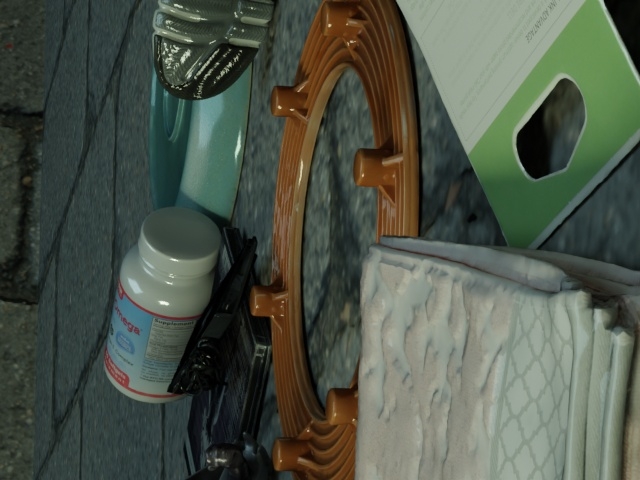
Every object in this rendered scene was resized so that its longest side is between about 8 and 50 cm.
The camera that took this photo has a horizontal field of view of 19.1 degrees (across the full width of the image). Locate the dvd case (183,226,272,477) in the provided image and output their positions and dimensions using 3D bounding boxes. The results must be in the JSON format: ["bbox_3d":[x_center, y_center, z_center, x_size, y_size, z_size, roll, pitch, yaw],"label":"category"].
[{"bbox_3d":[-0.074,0.126,1.482,0.164,0.018,0.221,-110,28,-56],"label":"dvd case"}]

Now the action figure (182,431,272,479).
[{"bbox_3d":[-0.092,0.215,1.288,0.185,0.099,0.285,-46,24,-9],"label":"action figure"}]

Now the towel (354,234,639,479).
[{"bbox_3d":[0.065,0.167,0.809,0.317,0.053,0.332,-173,87,-77],"label":"towel"}]

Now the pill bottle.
[{"bbox_3d":[-0.127,0.053,1.573,0.087,0.087,0.160,-101,20,-47],"label":"pill bottle"}]

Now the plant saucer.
[{"bbox_3d":[-0.110,-0.135,1.650,0.317,0.043,0.317,-176,90,-77],"label":"plant saucer"}]

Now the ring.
[{"bbox_3d":[0.000,0.000,1.177,0.336,0.032,0.336,-177,90,-76],"label":"ring"}]

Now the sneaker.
[{"bbox_3d":[-0.073,-0.226,1.461,0.132,0.086,0.229,-111,37,-70],"label":"sneaker"}]

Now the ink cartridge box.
[{"bbox_3d":[0.083,-0.128,0.823,0.235,0.056,0.171,64,159,14],"label":"ink cartridge box"}]

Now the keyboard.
[{"bbox_3d":[-0.075,0.075,1.423,0.192,0.038,0.100,124,170,-64],"label":"keyboard"}]
